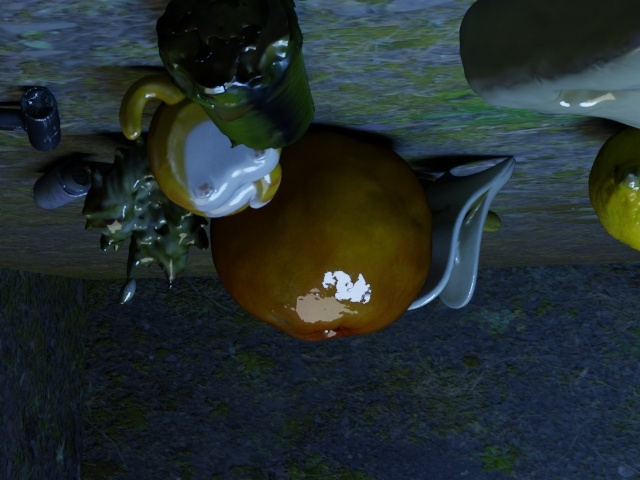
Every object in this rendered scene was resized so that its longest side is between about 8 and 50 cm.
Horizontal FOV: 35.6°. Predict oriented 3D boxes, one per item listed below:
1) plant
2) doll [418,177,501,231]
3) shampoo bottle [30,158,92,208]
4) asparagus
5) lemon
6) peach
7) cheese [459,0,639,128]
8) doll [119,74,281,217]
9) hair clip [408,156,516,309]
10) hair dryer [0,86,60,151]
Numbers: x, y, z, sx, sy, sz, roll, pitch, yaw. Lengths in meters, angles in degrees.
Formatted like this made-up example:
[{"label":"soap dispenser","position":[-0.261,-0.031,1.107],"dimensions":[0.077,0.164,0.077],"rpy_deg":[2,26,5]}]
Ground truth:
[{"label":"plant","position":[-0.299,-0.079,1.583],"dimensions":[0.180,0.251,0.333],"rpy_deg":[-12,-154,-16]},{"label":"doll","position":[0.229,-0.046,1.801],"dimensions":[0.209,0.137,0.097],"rpy_deg":[10,138,-30]},{"label":"shampoo bottle","position":[-0.434,-0.098,1.705],"dimensions":[0.072,0.072,0.214],"rpy_deg":[5,172,-30]},{"label":"asparagus","position":[-0.068,-0.160,1.011],"dimensions":[0.108,0.128,0.382],"rpy_deg":[35,177,7]},{"label":"lemon","position":[0.466,-0.074,1.371],"dimensions":[0.188,0.188,0.256],"rpy_deg":[-4,177,30]},{"label":"peach","position":[0.000,0.000,1.498],"dimensions":[0.342,0.302,0.343],"rpy_deg":[-2,172,0]},{"label":"cheese","position":[0.339,-0.171,0.815],"dimensions":[0.351,0.130,0.328],"rpy_deg":[5,172,-26]},{"label":"doll","position":[-0.133,-0.108,1.257],"dimensions":[0.166,0.162,0.269],"rpy_deg":[-29,168,-5]},{"label":"hair clip","position":[0.201,-0.010,1.625],"dimensions":[0.113,0.282,0.172],"rpy_deg":[21,164,-32]},{"label":"hair dryer","position":[-0.437,-0.164,1.293],"dimensions":[0.194,0.050,0.173],"rpy_deg":[6,169,-13]}]
